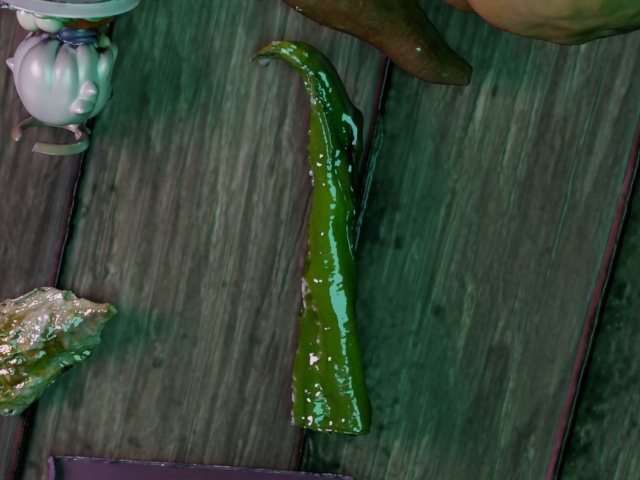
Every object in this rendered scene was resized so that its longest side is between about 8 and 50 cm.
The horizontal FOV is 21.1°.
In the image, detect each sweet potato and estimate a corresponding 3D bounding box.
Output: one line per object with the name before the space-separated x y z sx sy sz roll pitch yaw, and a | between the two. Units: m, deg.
sweet potato | 0.031 -0.207 1.489 0.243 0.077 0.077 30 96 -24

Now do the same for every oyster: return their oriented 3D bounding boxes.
oyster | -0.257 0.099 1.529 0.146 0.045 0.122 4 116 -9

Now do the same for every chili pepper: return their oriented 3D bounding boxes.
chili pepper | 0.000 0.000 1.528 0.085 0.076 0.359 3 103 34

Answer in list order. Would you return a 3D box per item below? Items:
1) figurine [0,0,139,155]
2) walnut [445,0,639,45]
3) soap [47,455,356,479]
figurine | -0.222 -0.147 1.444 0.132 0.132 0.154 3 116 -10
walnut | 0.234 -0.311 1.375 0.344 0.306 0.306 -32 105 -1
soap | -0.116 0.351 1.567 0.296 0.107 0.285 7 101 -10
